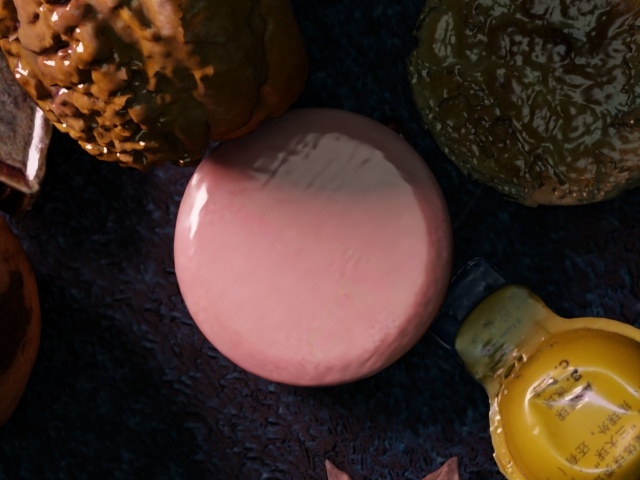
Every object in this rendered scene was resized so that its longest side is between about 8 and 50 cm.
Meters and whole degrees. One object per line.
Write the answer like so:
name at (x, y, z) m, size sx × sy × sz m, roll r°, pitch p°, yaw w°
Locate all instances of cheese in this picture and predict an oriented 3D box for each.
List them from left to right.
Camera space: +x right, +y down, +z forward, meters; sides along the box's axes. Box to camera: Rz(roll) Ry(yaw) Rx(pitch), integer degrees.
cheese at (0.206, 0.127, 1.071) m, size 0.270 × 0.069 × 0.177 m, roll 43°, pitch 94°, yaw 16°

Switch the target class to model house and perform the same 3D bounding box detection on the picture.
model house at (-0.292, -0.090, 1.102) m, size 0.106 × 0.165 × 0.152 m, roll -31°, pitch 92°, yaw -25°

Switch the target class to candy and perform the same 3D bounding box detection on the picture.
candy at (0.000, 0.000, 1.080) m, size 0.255 × 0.094 × 0.255 m, roll 0°, pitch 88°, yaw 7°

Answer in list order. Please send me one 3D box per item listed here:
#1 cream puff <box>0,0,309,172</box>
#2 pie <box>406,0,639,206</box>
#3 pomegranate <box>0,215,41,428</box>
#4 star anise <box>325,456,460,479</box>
cream puff at (-0.155, -0.217, 0.981) m, size 0.231 × 0.327 × 0.342 m, roll -22°, pitch 66°, yaw 1°
pie at (0.211, -0.162, 1.087) m, size 0.274 × 0.055 × 0.274 m, roll 0°, pitch 88°, yaw 11°
pomegranate at (-0.394, 0.065, 1.028) m, size 0.322 × 0.322 × 0.322 m, roll 0°, pitch 88°, yaw 6°
star anise at (0.037, 0.290, 1.018) m, size 0.148 × 0.227 × 0.218 m, roll 32°, pitch 103°, yaw -1°
